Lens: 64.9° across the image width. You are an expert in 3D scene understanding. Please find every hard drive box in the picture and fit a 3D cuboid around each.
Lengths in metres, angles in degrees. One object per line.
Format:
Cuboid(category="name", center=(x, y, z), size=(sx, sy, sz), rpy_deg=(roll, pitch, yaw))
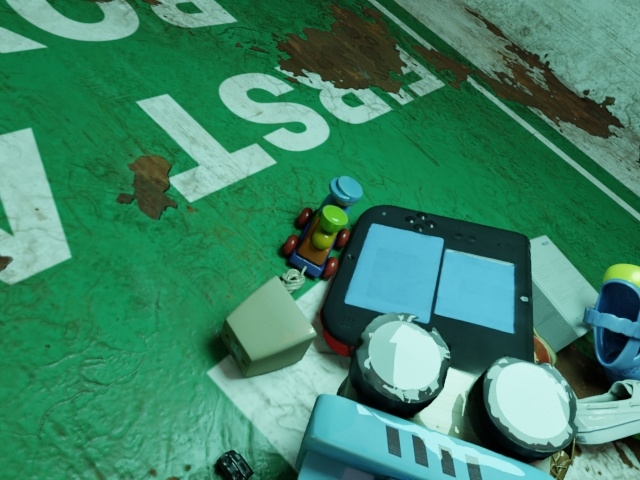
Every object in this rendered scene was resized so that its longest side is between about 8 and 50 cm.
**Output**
Cuboid(category="hard drive box", center=(0.510, 0.114, 1.128), size=(0.181, 0.089, 0.232), rpy_deg=(-12, 59, -38))

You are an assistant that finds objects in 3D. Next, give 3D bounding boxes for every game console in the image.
Cuboid(category="game console", center=(0.202, 0.077, 0.899), size=(0.341, 0.060, 0.387), rpy_deg=(10, 41, 14))

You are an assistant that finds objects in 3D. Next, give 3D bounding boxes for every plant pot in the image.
Cuboid(category="plant pot", center=(-0.086, 0.137, 0.742), size=(0.096, 0.109, 0.109), rpy_deg=(-24, 67, -30))

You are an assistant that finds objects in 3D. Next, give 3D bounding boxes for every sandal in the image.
Cuboid(category="sandal", center=(0.590, 0.209, 0.995), size=(0.138, 0.126, 0.318), rpy_deg=(-32, 111, -27))

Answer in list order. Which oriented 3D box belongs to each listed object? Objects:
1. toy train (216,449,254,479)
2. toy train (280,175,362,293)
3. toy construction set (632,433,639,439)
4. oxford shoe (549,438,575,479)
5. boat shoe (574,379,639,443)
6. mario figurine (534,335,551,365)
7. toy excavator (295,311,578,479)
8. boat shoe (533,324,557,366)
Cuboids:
Cuboid(category="toy train", center=(-0.073, 0.330, 0.627), size=(0.158, 0.027, 0.036), rpy_deg=(48, 34, 16))
Cuboid(category="toy train", center=(0.000, 0.000, 0.882), size=(0.105, 0.143, 0.248), rpy_deg=(29, 42, -4))
Cuboid(category="toy construction set", center=(0.726, 0.485, 0.859), size=(0.308, 0.257, 0.238), rpy_deg=(21, 86, 9))
Cuboid(category="oxford shoe", center=(0.361, 0.372, 0.815), size=(0.076, 0.076, 0.212), rpy_deg=(43, 45, 8))
Cuboid(category="boat shoe", center=(0.580, 0.302, 0.934), size=(0.257, 0.095, 0.084), rpy_deg=(-12, 81, -14))
Cuboid(category="mario figurine", center=(0.276, 0.234, 0.811), size=(0.320, 0.170, 0.198), rpy_deg=(-25, 92, -37))
Cuboid(category="toy excavator", center=(0.024, 0.311, 0.522), size=(0.432, 0.222, 0.446), rpy_deg=(18, 53, 5))
Cuboid(category="boat shoe", center=(0.395, 0.189, 1.008), size=(0.060, 0.064, 0.178), rpy_deg=(-22, 68, -44))
